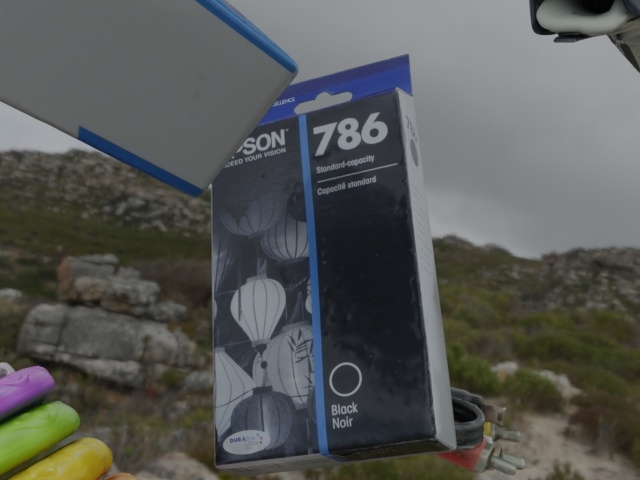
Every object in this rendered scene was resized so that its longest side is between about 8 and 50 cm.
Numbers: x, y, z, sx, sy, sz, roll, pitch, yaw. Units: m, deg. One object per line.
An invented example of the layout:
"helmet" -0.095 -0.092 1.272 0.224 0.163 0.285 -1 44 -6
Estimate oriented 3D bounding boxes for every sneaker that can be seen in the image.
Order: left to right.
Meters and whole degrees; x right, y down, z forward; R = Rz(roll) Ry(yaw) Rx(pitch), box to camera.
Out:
"sneaker" 0.227 -0.176 0.661 0.094 0.153 0.235 4 -38 42

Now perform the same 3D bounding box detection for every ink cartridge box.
"ink cartridge box" -0.127 -0.129 0.415 0.148 0.086 0.203 27 15 -47
"ink cartridge box" 0.000 0.000 0.648 0.165 0.333 0.065 -13 -25 18

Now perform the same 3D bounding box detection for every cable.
"cable" 0.050 0.163 0.799 0.287 0.072 0.139 9 4 14

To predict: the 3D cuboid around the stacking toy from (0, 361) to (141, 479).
"stacking toy" -0.208 0.144 0.544 0.175 0.302 0.166 -29 -3 -10
